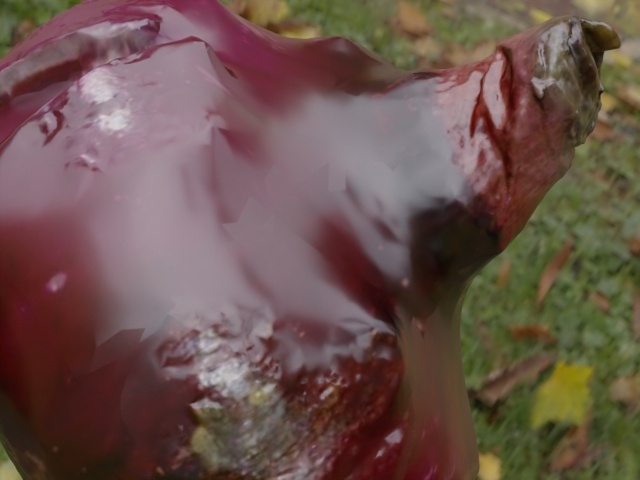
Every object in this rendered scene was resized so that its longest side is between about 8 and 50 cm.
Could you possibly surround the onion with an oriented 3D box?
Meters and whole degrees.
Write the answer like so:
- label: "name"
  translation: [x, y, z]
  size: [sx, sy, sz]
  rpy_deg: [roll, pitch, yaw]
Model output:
- label: "onion"
  translation: [0.000, 0.000, 1.123]
  size: [0.420, 0.398, 0.398]
  rpy_deg: [-32, 67, 7]
